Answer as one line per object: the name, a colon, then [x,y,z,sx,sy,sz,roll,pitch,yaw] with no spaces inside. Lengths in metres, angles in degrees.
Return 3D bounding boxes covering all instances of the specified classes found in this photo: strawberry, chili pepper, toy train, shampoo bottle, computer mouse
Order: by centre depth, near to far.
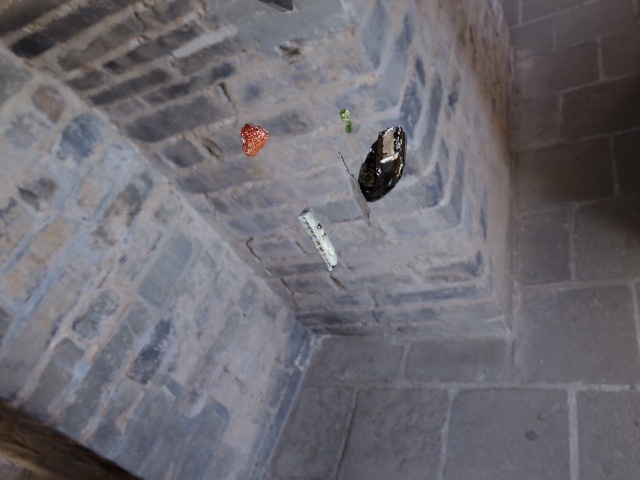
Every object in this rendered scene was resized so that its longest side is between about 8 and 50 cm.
shampoo bottle: [-0.077,-0.347,0.738,0.027,0.048,0.137,-52,-9,22]
strawberry: [-0.170,-0.252,1.320,0.073,0.073,0.083,26,90,50]
chili pepper: [0.075,-0.328,1.456,0.034,0.091,0.030,24,70,27]
computer mouse: [0.185,-0.208,1.487,0.078,0.241,0.147,32,33,31]
toy train: [0.000,0.000,1.544,0.047,0.207,0.043,-10,31,33]

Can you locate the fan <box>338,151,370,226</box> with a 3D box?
fan: [0.094,-0.153,1.470,0.008,0.152,0.226,-22,71,-2]
